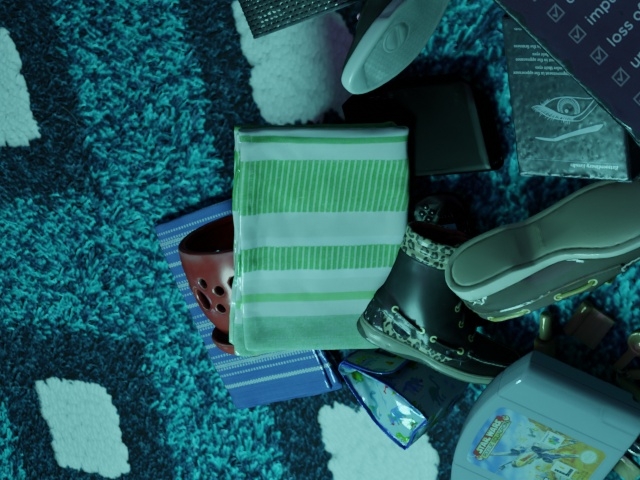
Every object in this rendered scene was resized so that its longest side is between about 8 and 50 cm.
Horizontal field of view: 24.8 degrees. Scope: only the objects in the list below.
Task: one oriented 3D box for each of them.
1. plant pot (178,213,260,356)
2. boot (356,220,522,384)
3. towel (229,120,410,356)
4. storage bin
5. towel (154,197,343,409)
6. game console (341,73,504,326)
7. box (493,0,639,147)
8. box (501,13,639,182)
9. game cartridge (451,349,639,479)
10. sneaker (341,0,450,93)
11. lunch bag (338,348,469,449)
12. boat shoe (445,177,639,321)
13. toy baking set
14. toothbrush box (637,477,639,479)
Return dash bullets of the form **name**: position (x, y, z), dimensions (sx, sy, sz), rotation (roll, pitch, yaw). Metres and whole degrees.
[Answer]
- **plant pot**: position (-0.090, 0.058, 2.086), dimensions (0.191, 0.191, 0.174), rotation (-2, 114, 37)
- **boot**: position (0.186, 0.086, 1.948), dimensions (0.236, 0.085, 0.178), rotation (19, 113, -6)
- **towel**: position (0.000, 0.000, 1.958), dimensions (0.248, 0.038, 0.324), rotation (-2, 111, -9)
- **storage bin**: position (-0.011, -0.338, 1.900), dimensions (0.180, 0.122, 0.084), rotation (-12, 105, 40)
- **towel**: position (-0.113, 0.100, 2.264), dimensions (0.243, 0.040, 0.336), rotation (-18, 99, 43)
- **game console**: position (0.164, -0.047, 1.970), dimensions (0.213, 0.044, 0.361), rotation (-4, 110, 38)
- **box**: position (0.361, -0.412, 1.410), dimensions (0.472, 0.297, 0.480), rotation (46, 118, 7)
- **box**: position (0.316, -0.184, 1.742), dimensions (0.153, 0.108, 0.207), rotation (7, 117, 34)
- **game cartridge**: position (0.293, 0.274, 1.966), dimensions (0.198, 0.062, 0.297), rotation (21, 137, -1)
- **sneaker**: position (0.082, -0.328, 1.797), dimensions (0.147, 0.104, 0.295), rotation (34, 94, 29)
- **lunch bag**: position (0.116, 0.199, 2.073), dimensions (0.151, 0.129, 0.096), rotation (41, 129, 16)
- **boat shoe**: position (0.321, 0.015, 1.824), dimensions (0.324, 0.116, 0.096), rotation (-23, 134, 21)
- **toy baking set**: position (0.372, 0.205, 1.950), dimensions (0.197, 0.030, 0.256), rotation (19, 122, 29)
- **toothbrush box**: position (0.508, 0.366, 1.866), dimensions (0.216, 0.126, 0.295), rotation (39, 130, 13)
